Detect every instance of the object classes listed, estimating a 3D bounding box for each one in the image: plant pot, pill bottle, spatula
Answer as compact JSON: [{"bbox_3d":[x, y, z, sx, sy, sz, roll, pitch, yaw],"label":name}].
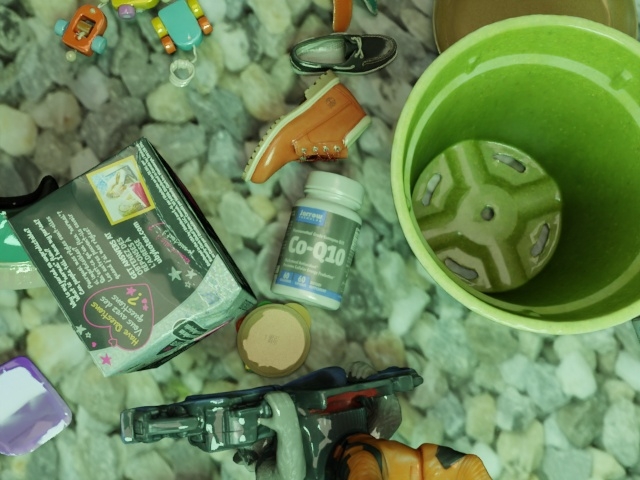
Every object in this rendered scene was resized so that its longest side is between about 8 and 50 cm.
[{"bbox_3d":[0.191,-0.042,0.820,0.276,0.254,0.276,0,82,-3],"label":"plant pot"},{"bbox_3d":[0.000,0.000,0.896,0.078,0.078,0.137,15,83,0],"label":"pill bottle"},{"bbox_3d":[0.244,-0.248,0.959,0.236,0.032,0.236,0,82,-2],"label":"plant pot"},{"bbox_3d":[-0.385,0.099,0.891,0.084,0.030,0.296,-37,83,-20],"label":"spatula"}]

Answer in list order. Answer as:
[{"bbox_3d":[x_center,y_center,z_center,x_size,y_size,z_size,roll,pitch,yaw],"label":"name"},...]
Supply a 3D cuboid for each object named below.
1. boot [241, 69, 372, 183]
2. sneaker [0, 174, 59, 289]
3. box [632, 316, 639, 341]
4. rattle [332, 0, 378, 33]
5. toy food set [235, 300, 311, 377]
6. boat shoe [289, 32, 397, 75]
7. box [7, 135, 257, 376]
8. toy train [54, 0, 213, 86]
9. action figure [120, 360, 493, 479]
[{"bbox_3d":[-0.014,-0.107,0.920,0.084,0.059,0.158,45,82,-1],"label":"boot"},{"bbox_3d":[-0.406,-0.018,0.830,0.302,0.108,0.121,-1,108,-23],"label":"sneaker"},{"bbox_3d":[0.460,0.125,0.918,0.186,0.038,0.145,-18,84,-3],"label":"box"},{"bbox_3d":[0.017,-0.350,0.913,0.130,0.143,0.200,-3,76,-21],"label":"rattle"},{"bbox_3d":[-0.052,0.108,0.909,0.082,0.020,0.083,2,83,-2],"label":"toy food set"},{"bbox_3d":[0.027,-0.214,0.943,0.125,0.038,0.046,-4,83,-2],"label":"boat shoe"},{"bbox_3d":[-0.164,0.029,0.801,0.142,0.247,0.163,-33,85,-4],"label":"box"},{"bbox_3d":[-0.204,-0.234,0.936,0.166,0.046,0.125,21,84,4],"label":"toy train"},{"bbox_3d":[-0.003,0.218,0.755,0.341,0.330,0.179,-1,95,-33],"label":"action figure"}]
